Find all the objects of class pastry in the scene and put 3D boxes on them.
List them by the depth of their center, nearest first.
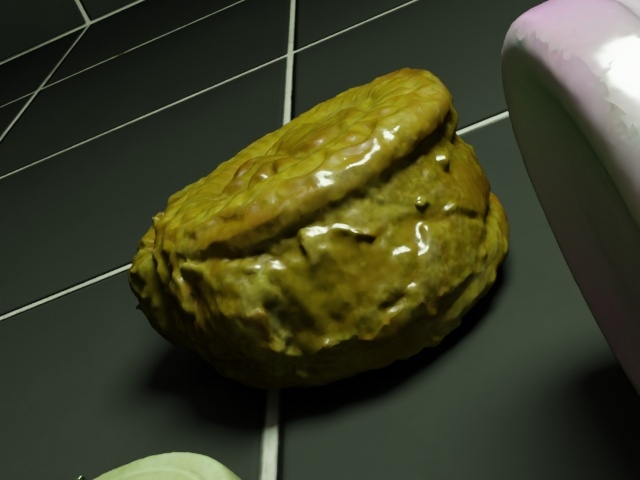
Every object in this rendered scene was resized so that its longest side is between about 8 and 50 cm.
[{"bbox_3d":[0.000,0.000,0.689,0.235,0.132,0.240,-26,15,20],"label":"pastry"}]

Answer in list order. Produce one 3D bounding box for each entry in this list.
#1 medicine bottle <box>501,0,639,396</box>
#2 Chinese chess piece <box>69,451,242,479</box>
[{"bbox_3d":[0.259,-0.058,0.422,0.325,0.212,0.212,-24,23,2],"label":"medicine bottle"},{"bbox_3d":[-0.090,0.161,0.500,0.144,0.058,0.144,-22,23,10],"label":"Chinese chess piece"}]
